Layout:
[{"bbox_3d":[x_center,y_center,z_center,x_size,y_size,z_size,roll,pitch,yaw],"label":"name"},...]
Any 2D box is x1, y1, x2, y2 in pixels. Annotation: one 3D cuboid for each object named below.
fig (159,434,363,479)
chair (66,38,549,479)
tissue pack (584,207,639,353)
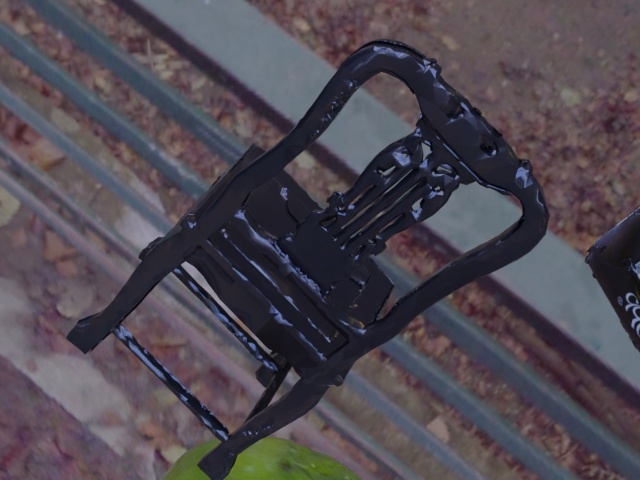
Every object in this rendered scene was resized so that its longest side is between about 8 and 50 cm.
[{"bbox_3d":[-0.045,0.238,0.867,0.233,0.314,0.233,-2,39,2],"label":"fig"},{"bbox_3d":[0.000,0.000,0.483,0.106,0.229,0.113,46,30,-8],"label":"chair"},{"bbox_3d":[0.481,0.105,1.199,0.198,0.210,0.370,-10,65,-37],"label":"tissue pack"}]
